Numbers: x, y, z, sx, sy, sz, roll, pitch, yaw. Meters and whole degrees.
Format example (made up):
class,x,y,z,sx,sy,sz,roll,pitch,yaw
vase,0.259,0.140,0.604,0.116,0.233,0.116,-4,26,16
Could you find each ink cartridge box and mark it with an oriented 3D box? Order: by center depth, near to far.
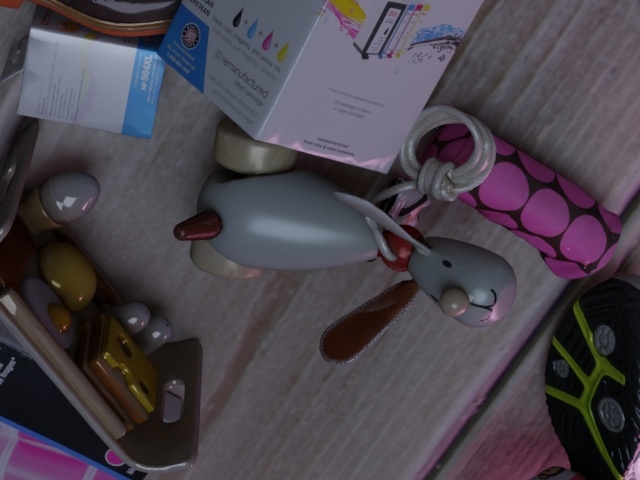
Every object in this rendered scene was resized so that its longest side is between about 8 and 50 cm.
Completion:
class,x,y,z,sx,sy,sz,roll,pitch,yaw
ink cartridge box,0.009,-0.208,1.359,0.168,0.171,0.232,12,113,-45
ink cartridge box,-0.217,-0.163,1.463,0.143,0.092,0.090,11,118,-10
ink cartridge box,-0.344,0.162,1.662,0.371,0.069,0.176,30,114,-16

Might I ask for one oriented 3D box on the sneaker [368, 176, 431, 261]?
class,x,y,z,sx,sy,sz,roll,pitch,yaw
sneaker,0.074,-0.015,1.589,0.044,0.040,0.109,14,134,-21

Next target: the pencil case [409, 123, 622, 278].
class,x,y,z,sx,sy,sz,roll,pitch,yaw
pencil case,0.191,-0.038,1.559,0.209,0.095,0.098,33,137,-21

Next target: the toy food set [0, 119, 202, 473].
class,x,y,z,sx,sy,sz,roll,pitch,yaw
toy food set,-0.207,0.053,1.514,0.092,0.219,0.306,-29,117,13

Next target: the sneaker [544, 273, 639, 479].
class,x,y,z,sx,sy,sz,roll,pitch,yaw
sneaker,0.341,0.202,1.702,0.147,0.145,0.384,-21,121,-28

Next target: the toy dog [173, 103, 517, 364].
class,x,y,z,sx,sy,sz,roll,pitch,yaw
toy dog,0.000,0.000,1.473,0.334,0.161,0.220,0,110,29

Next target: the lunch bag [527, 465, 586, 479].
class,x,y,z,sx,sy,sz,roll,pitch,yaw
lunch bag,0.243,0.387,1.702,0.120,0.258,0.293,-22,141,-39

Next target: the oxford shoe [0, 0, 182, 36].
class,x,y,z,sx,sy,sz,roll,pitch,yaw
oxford shoe,-0.201,-0.250,1.398,0.271,0.097,0.098,6,142,-7
